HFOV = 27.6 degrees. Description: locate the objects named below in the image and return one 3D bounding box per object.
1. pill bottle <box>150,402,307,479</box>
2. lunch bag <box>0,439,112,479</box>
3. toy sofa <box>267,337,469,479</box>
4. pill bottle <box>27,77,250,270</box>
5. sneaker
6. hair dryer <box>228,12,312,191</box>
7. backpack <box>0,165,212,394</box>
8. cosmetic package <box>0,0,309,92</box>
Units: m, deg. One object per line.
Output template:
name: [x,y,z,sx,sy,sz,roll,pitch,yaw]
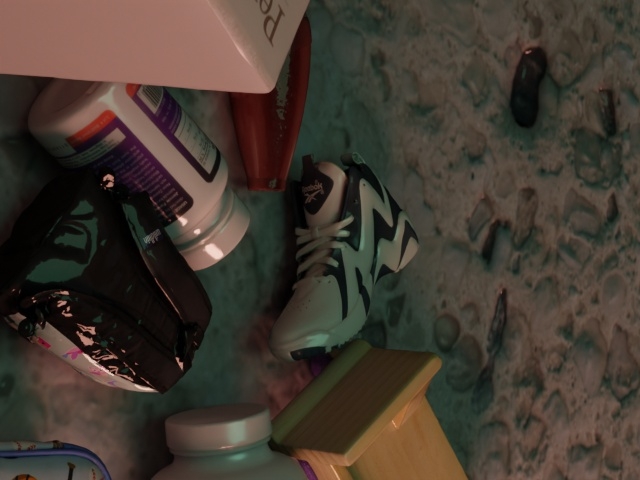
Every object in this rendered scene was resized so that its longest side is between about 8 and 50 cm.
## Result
pill bottle: [-0.075,0.280,1.136,0.146,0.146,0.264,-8,93,-45]
lunch bag: [-0.263,0.270,0.937,0.303,0.115,0.243,10,69,-50]
toy sofa: [0.080,0.281,1.277,0.150,0.177,0.362,-43,117,-32]
pill bottle: [-0.147,-0.065,1.112,0.193,0.108,0.108,49,56,-31]
sneaker: [0.000,0.000,1.266,0.235,0.094,0.153,-44,116,-37]
hair dryer: [-0.107,-0.169,1.204,0.223,0.080,0.293,-42,111,-20]
backpack: [-0.177,0.044,1.073,0.182,0.115,0.152,47,69,-34]
cosmetic package: [-0.164,-0.359,0.909,0.329,0.327,0.393,53,52,-53]
